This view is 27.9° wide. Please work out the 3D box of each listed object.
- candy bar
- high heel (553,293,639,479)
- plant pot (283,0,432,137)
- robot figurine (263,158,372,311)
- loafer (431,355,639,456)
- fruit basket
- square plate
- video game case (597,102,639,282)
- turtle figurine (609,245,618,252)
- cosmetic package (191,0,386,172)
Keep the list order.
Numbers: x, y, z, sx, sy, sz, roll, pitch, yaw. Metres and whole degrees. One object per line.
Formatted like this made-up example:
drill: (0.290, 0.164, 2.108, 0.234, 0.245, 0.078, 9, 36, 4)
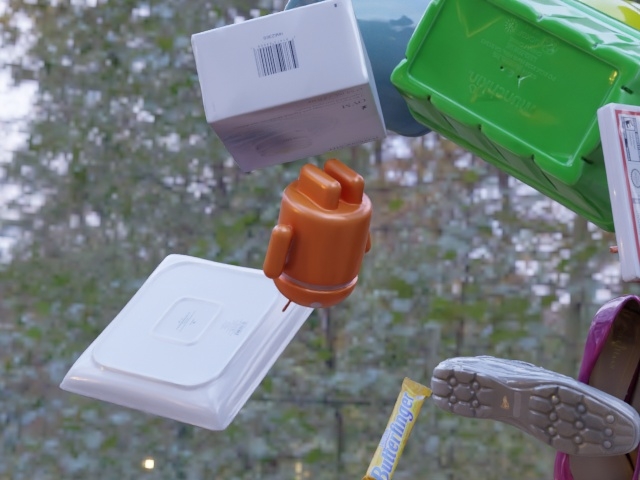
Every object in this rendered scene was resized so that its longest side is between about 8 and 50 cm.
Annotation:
candy bar: (0.099, 0.257, 1.690, 0.040, 0.161, 0.018, 24, -26, 5)
high heel: (0.405, 0.265, 1.835, 0.127, 0.377, 0.181, 5, -19, 9)
plant pot: (0.074, -0.326, 2.195, 0.255, 0.271, 0.272, 5, -11, -33)
robot figurine: (0.002, 0.000, 1.767, 0.128, 0.219, 0.158, 15, 29, 6)
loafer: (0.316, 0.228, 1.858, 0.319, 0.112, 0.111, 16, 19, 31)
fruit basket: (0.323, -0.208, 1.702, 0.392, 0.283, 0.392, 27, 12, -6)
square plate: (-0.211, 0.145, 2.123, 0.344, 0.347, 0.049, 9, -45, 33)
video game case: (0.447, -0.049, 1.496, 0.285, 0.204, 0.025, 3, -16, -31)
turtle figurine: (0.526, -0.106, 1.916, 0.270, 0.217, 0.087, -25, -20, 11)
cosmetic package: (-0.038, -0.212, 1.808, 0.224, 0.138, 0.224, -13, -15, 6)
